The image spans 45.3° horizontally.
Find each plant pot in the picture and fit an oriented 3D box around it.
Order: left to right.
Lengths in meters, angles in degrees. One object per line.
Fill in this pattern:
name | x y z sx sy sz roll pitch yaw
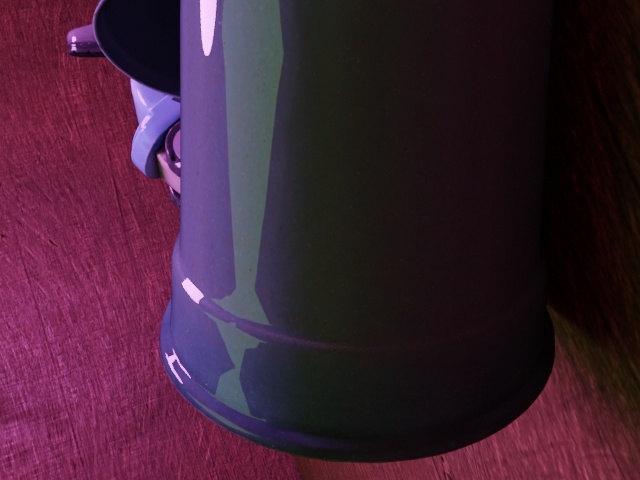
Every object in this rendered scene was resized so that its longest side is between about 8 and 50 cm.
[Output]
plant pot | -0.179 -0.372 1.177 0.293 0.293 0.196 106 171 -66
plant pot | 0.033 -0.072 0.598 0.341 0.341 0.334 -128 33 -55

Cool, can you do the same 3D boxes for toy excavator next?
toy excavator | -0.256 -0.343 1.470 0.445 0.433 0.222 42 162 6

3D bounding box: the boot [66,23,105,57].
boot | -0.293 -0.448 1.313 0.118 0.338 0.222 22 130 67
